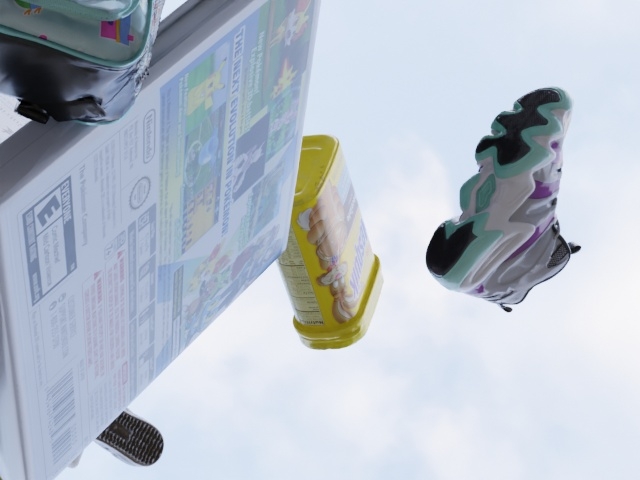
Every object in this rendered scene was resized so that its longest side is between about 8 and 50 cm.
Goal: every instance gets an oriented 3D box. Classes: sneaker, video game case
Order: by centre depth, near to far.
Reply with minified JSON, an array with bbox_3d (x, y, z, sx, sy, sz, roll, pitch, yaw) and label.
[{"bbox_3d":[0.095,-0.014,0.594,0.098,0.069,0.038,-58,-146,8],"label":"sneaker"},{"bbox_3d":[-0.110,-0.013,0.906,0.036,0.329,0.300,33,-125,18],"label":"video game case"},{"bbox_3d":[-0.249,0.184,1.455,0.071,0.188,0.066,3,-127,44],"label":"sneaker"}]

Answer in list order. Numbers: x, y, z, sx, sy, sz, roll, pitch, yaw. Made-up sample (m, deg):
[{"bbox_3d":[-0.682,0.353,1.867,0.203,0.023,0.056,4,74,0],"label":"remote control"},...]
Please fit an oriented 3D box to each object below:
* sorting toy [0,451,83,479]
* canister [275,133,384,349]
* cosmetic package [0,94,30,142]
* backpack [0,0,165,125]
[{"bbox_3d":[-0.225,0.096,1.153,0.041,0.229,0.307,9,-123,12],"label":"sorting toy"},{"bbox_3d":[0.000,0.000,1.287,0.073,0.170,0.126,-3,-143,21],"label":"canister"},{"bbox_3d":[-0.450,-0.100,1.405,0.217,0.385,0.156,41,-74,-7],"label":"cosmetic package"},{"bbox_3d":[-0.150,-0.177,0.707,0.165,0.144,0.188,14,-119,-8],"label":"backpack"}]
